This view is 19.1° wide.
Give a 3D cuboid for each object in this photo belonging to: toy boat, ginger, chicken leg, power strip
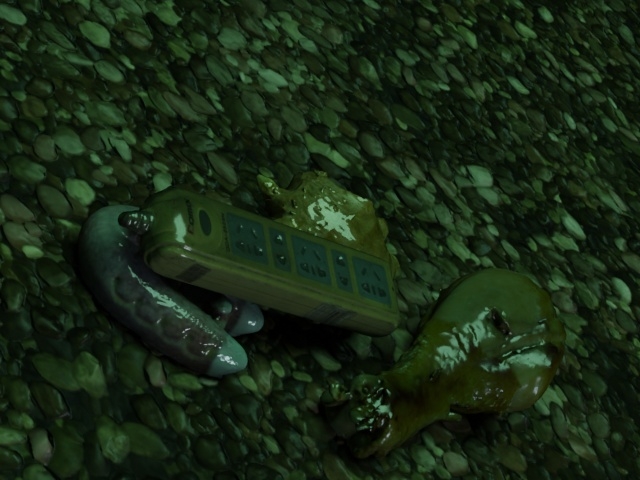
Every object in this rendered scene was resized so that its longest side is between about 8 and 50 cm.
[{"bbox_3d":[-0.155,0.041,2.033,0.227,0.085,0.155,37,34,-9],"label":"toy boat"},{"bbox_3d":[0.000,0.000,2.233,0.216,0.102,0.157,44,60,-10],"label":"ginger"},{"bbox_3d":[0.142,0.144,2.203,0.201,0.152,0.429,40,38,19],"label":"chicken leg"},{"bbox_3d":[-0.059,0.020,2.049,0.387,0.066,0.092,18,51,-40],"label":"power strip"}]
